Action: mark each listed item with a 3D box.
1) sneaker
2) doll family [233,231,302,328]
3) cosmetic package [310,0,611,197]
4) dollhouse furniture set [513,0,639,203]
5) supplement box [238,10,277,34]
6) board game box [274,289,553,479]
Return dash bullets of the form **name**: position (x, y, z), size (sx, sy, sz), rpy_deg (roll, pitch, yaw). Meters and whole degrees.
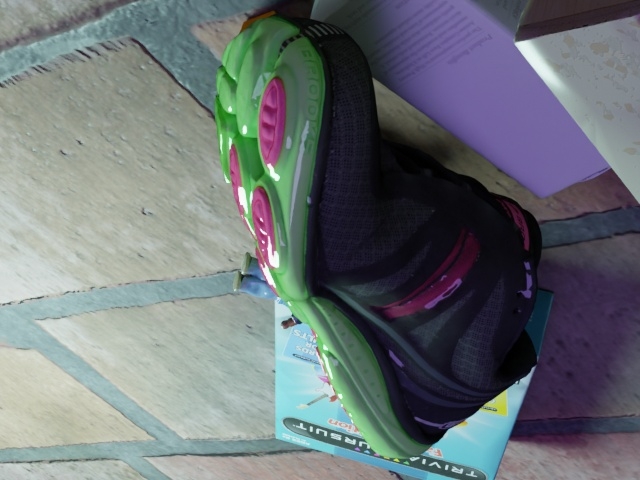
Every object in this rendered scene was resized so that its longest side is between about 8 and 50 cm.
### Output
- **sneaker**: position (0.057, -0.010, 0.975), size (0.202, 0.185, 0.483), rpy_deg (-25, 144, 2)
- **doll family**: position (0.000, 0.000, 1.138), size (0.111, 0.076, 0.193), rpy_deg (18, 134, -15)
- **cosmetic package**: position (0.120, -0.136, 0.901), size (0.231, 0.085, 0.117), rpy_deg (33, 146, -23)
- **dollhouse furniture set**: position (0.320, -0.162, 0.552), size (0.394, 0.256, 0.362), rpy_deg (-6, 141, 44)
- **supplement box**: position (-0.028, -0.123, 1.015), size (0.036, 0.062, 0.098), rpy_deg (-13, 135, 39)
- **board game box**: position (0.083, 0.139, 1.335), size (0.253, 0.079, 0.336), rpy_deg (15, 147, 8)
